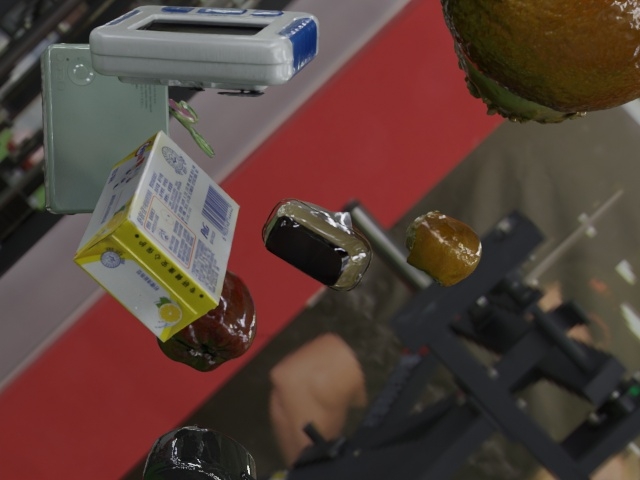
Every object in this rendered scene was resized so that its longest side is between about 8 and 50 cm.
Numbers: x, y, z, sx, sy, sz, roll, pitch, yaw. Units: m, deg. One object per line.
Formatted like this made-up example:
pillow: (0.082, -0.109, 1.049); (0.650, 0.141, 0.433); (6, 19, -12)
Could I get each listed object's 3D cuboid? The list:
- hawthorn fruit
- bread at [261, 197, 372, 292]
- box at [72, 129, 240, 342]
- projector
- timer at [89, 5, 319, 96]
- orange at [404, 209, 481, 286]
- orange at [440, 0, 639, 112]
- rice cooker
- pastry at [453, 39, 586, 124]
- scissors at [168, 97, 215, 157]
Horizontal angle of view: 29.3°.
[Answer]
hawthorn fruit: (-0.225, 0.133, 2.466); (0.208, 0.208, 0.248); (44, 38, -36)
bread: (0.000, 0.000, 2.428); (0.224, 0.142, 0.212); (31, 17, 8)
box: (-0.206, -0.012, 1.599); (0.168, 0.097, 0.265); (44, 22, -22)
projector: (-0.330, -0.169, 1.889); (0.099, 0.192, 0.256); (-178, -95, -72)
timer: (-0.139, -0.234, 1.504); (0.253, 0.078, 0.178); (6, 24, 15)
orange: (0.230, 0.016, 2.331); (0.157, 0.134, 0.156); (23, -12, 5)
orange: (0.349, -0.345, 1.713); (0.357, 0.322, 0.322); (14, 8, -5)
rice cooker: (-0.164, 0.348, 1.757); (0.203, 0.142, 0.118); (47, 29, -38)
pastry: (0.339, -0.323, 2.019); (0.285, 0.184, 0.315); (14, 54, -18)
scissors: (-0.248, -0.223, 2.109); (0.187, 0.020, 0.133); (43, 14, -50)
